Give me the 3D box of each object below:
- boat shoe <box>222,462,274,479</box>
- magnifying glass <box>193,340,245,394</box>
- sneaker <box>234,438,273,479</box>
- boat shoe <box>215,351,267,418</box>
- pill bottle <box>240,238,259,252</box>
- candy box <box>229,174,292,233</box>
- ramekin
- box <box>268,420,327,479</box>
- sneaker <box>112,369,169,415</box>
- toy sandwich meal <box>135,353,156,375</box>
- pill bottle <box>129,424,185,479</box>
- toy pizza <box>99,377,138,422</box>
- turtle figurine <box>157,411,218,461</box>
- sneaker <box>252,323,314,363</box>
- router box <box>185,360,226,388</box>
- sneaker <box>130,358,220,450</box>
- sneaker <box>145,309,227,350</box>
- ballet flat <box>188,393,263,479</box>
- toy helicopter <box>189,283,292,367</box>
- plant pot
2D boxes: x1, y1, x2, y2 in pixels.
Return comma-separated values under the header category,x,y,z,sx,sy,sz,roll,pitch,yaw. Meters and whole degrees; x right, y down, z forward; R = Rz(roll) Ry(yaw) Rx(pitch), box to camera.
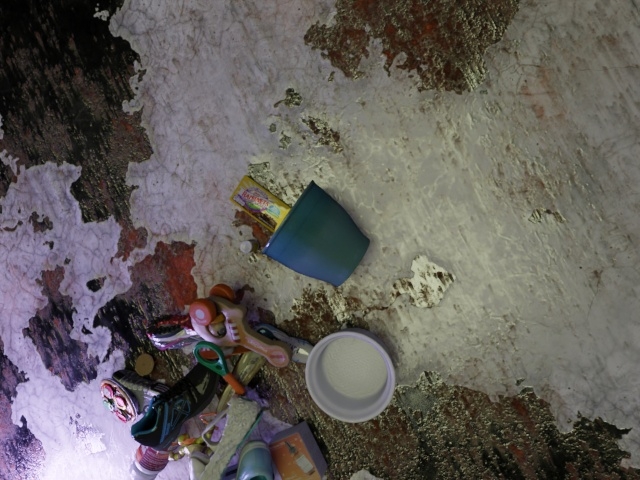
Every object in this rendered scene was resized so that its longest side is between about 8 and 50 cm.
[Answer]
category,x,y,z,sx,sy,sz,roll,pitch,yaw
boat shoe,-0.306,0.845,1.478,0.306,0.113,0.105,-24,101,0
magnifying glass,-0.316,0.407,1.361,0.092,0.026,0.231,-23,112,24
sneaker,-0.221,0.827,1.351,0.135,0.150,0.366,1,107,-11
boat shoe,-0.272,0.490,1.457,0.089,0.104,0.285,26,97,-7
pill bottle,-0.236,0.018,1.442,0.043,0.083,0.044,1,92,14
candy box,-0.204,-0.125,1.460,0.205,0.027,0.105,36,96,10
ramekin,0.101,0.410,1.349,0.276,0.135,0.278,0,91,13
box,-0.077,0.719,1.424,0.130,0.091,0.171,-29,85,13
sneaker,-0.673,0.571,1.568,0.228,0.086,0.132,18,98,11
toy sandwich meal,-0.648,0.462,1.587,0.085,0.029,0.086,-3,80,15
pill bottle,-0.587,0.750,1.533,0.121,0.121,0.221,34,99,10
toy pizza,-0.749,0.594,1.569,0.201,0.032,0.202,14,120,27
turtle figurine,-0.400,0.703,1.453,0.269,0.087,0.217,-39,119,7
sneaker,-0.124,0.351,1.427,0.237,0.086,0.085,21,95,11
router box,-0.409,0.496,1.523,0.122,0.038,0.092,-26,85,13
sneaker,-0.466,0.529,1.403,0.125,0.140,0.341,25,72,41
sneaker,-0.446,0.313,1.500,0.298,0.121,0.112,-6,126,4
ballet flat,-0.337,0.674,1.372,0.146,0.147,0.409,31,85,11
toy helicopter,-0.256,0.312,1.353,0.354,0.140,0.235,24,115,10
plant pot,0.000,0.000,1.305,0.255,0.272,0.272,35,100,-4
